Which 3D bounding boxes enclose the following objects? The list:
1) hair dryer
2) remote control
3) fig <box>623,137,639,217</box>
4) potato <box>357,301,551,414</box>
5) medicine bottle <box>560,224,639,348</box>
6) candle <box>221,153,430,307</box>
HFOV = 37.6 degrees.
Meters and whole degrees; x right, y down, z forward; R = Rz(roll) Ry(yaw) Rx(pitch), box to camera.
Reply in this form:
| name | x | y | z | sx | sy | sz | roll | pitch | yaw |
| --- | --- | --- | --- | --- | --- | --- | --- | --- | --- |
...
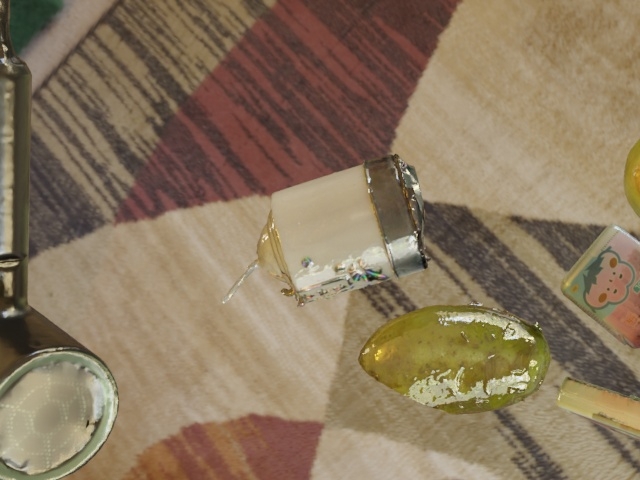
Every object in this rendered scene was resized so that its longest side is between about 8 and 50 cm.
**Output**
| name | x | y | z | sx | sy | sz | roll | pitch | yaw |
| --- | --- | --- | --- | --- | --- | --- | --- | --- | --- |
| hair dryer | -0.186 | -0.019 | 0.515 | 0.196 | 0.078 | 0.248 | 24 | 112 | 45 |
| remote control | 0.454 | 0.243 | 1.147 | 0.344 | 0.145 | 0.050 | 15 | 80 | 55 |
| fig | 0.689 | -0.117 | 1.738 | 0.258 | 0.326 | 0.258 | -5 | 82 | 44 |
| potato | 0.207 | 0.183 | 1.456 | 0.298 | 0.141 | 0.176 | 4 | 102 | 1 |
| medicine bottle | 0.427 | 0.079 | 1.255 | 0.188 | 0.094 | 0.119 | 41 | 94 | 15 |
| candle | 0.000 | 0.000 | 1.396 | 0.330 | 0.187 | 0.187 | -18 | 73 | 6 |
